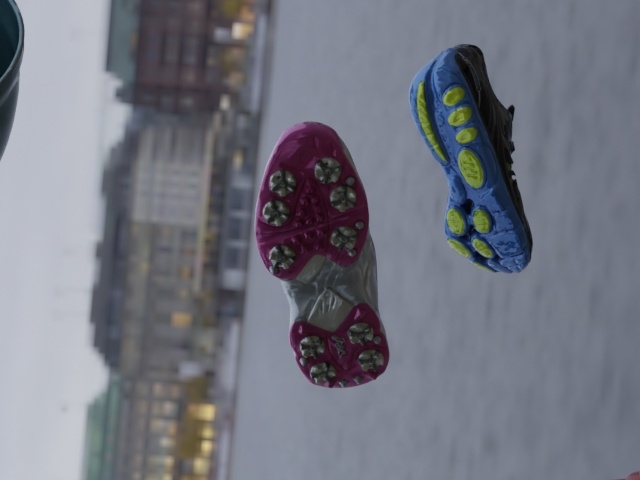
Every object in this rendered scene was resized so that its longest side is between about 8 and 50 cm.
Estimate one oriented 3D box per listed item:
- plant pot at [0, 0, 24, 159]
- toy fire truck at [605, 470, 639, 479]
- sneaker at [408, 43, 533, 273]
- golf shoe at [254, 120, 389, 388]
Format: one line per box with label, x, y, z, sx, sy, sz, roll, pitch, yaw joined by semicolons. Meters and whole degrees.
plant pot;-0.395;-0.094;1.655;0.293;0.293;0.196;-88;1;-50
toy fire truck;0.218;0.259;1.360;0.158;0.246;0.217;-13;-88;-52
sneaker;0.118;-0.055;1.372;0.078;0.067;0.188;-50;-48;-40
golf shoe;0.000;0.000;1.937;0.140;0.115;0.306;-89;-7;-55
